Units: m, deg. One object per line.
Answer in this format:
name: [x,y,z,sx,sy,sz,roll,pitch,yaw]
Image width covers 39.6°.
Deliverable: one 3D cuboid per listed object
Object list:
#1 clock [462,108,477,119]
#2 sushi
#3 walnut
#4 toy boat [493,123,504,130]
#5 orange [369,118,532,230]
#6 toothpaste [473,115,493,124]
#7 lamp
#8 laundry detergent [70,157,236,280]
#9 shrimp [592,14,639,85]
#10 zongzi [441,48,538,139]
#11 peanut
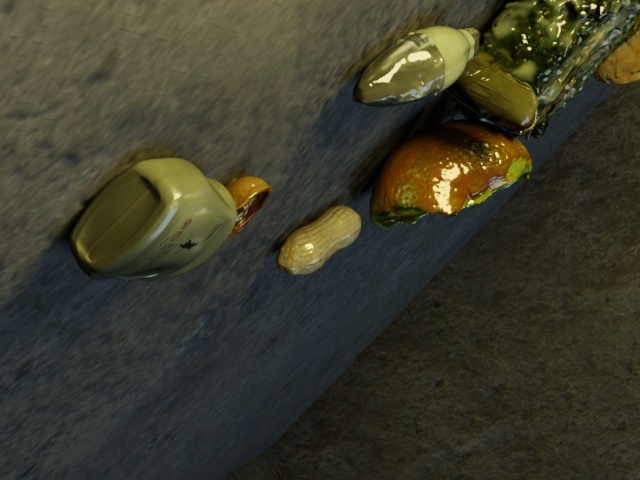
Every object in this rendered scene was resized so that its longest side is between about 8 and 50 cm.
clock: [0.400,-0.339,1.927,0.226,0.049,0.226,-40,166,-12]
sushi: [0.415,-0.361,1.632,0.352,0.178,0.294,-52,162,27]
walnut: [-0.125,-0.051,1.268,0.121,0.052,0.091,-44,168,11]
toy boat: [0.506,-0.345,2.155,0.295,0.088,0.129,-36,169,14]
orange: [0.241,-0.127,1.763,0.334,0.196,0.262,-30,170,-7]
toothpaste: [0.416,-0.313,1.851,0.268,0.047,0.069,-43,-175,9]
lamp: [0.146,-0.261,1.323,0.250,0.101,0.101,-27,160,-29]
laundry detergent: [-0.190,-0.015,1.107,0.181,0.091,0.253,-44,167,9]
shrimp: [0.638,-0.499,1.743,0.272,0.085,0.445,-4,-115,56]
zongzi: [0.272,-0.264,1.462,0.094,0.204,0.204,-55,163,0]
peanut: [0.000,0.000,1.705,0.206,0.087,0.087,-35,164,-35]
